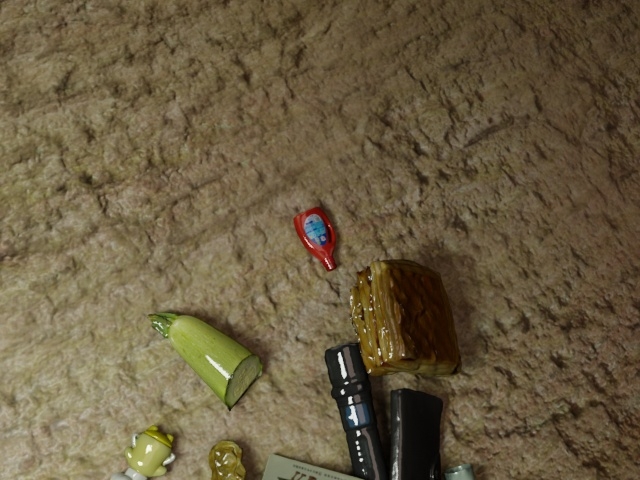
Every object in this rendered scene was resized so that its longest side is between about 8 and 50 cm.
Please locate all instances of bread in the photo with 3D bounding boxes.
[{"bbox_3d":[0.195,0.197,1.705,0.324,0.167,0.278,15,61,-51],"label":"bread"},{"bbox_3d":[-0.177,0.607,1.498,0.084,0.077,0.368,-20,63,8],"label":"bread"}]

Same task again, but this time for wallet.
[{"bbox_3d":[0.224,0.546,1.649,0.197,0.051,0.378,26,61,-44],"label":"wallet"}]

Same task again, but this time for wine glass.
[{"bbox_3d":[0.352,0.625,1.700,0.073,0.073,0.155,-10,79,-20],"label":"wine glass"}]

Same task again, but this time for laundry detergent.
[{"bbox_3d":[0.000,0.000,1.806,0.097,0.049,0.165,-24,83,-27],"label":"laundry detergent"}]

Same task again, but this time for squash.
[{"bbox_3d":[-0.260,0.237,1.603,0.287,0.137,0.137,44,65,2],"label":"squash"}]

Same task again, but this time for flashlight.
[{"bbox_3d":[0.099,0.452,1.660,0.103,0.103,0.424,-9,77,-20],"label":"flashlight"}]

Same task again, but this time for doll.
[{"bbox_3d":[-0.382,0.482,1.516,0.106,0.062,0.163,31,66,-1],"label":"doll"}]

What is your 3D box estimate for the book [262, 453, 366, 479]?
[{"bbox_3d":[-0.042,0.677,1.525,0.260,0.043,0.371,13,66,9],"label":"book"}]
